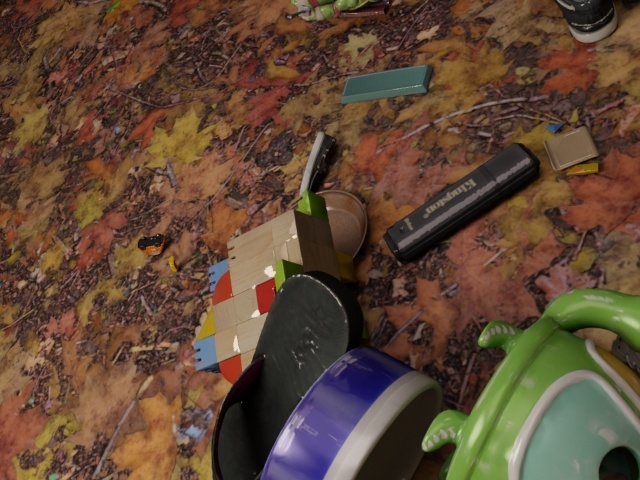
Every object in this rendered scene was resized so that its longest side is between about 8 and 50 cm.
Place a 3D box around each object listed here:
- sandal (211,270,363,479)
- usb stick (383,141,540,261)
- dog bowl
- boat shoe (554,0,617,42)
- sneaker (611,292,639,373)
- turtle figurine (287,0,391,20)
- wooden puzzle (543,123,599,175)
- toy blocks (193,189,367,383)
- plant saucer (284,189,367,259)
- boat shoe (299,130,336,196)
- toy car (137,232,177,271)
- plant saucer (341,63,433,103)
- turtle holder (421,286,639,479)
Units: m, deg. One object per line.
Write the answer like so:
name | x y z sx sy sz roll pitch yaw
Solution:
sandal | -0.080 0.242 1.006 0.168 0.107 0.445 32 116 31
usb stick | 0.230 -0.063 1.219 0.278 0.045 0.077 -34 48 8
dog bowl | 0.043 0.271 0.941 0.104 0.265 0.265 28 76 27
boat shoe | 0.455 -0.487 1.345 0.114 0.091 0.302 -27 48 15
sneaker | 0.418 0.151 0.941 0.083 0.071 0.190 -25 41 25
turtle figurine | 0.007 -0.576 1.599 0.275 0.197 0.266 -9 19 -24
wooden puzzle | 0.402 -0.145 1.191 0.079 0.014 0.116 -13 53 19
toy blocks | -0.090 0.137 1.187 0.261 0.191 0.381 -26 62 31
plant saucer | 0.000 0.000 1.328 0.199 0.036 0.198 -17 51 23
boat shoe | -0.005 -0.146 1.430 0.040 0.049 0.142 18 70 -1
toy car | -0.331 0.034 1.511 0.060 0.040 0.122 -24 43 -12
plant saucer | 0.128 -0.314 1.483 0.192 0.018 0.067 -2 58 32
turtle holder | 0.291 0.217 0.874 0.227 0.243 0.320 27 52 29
